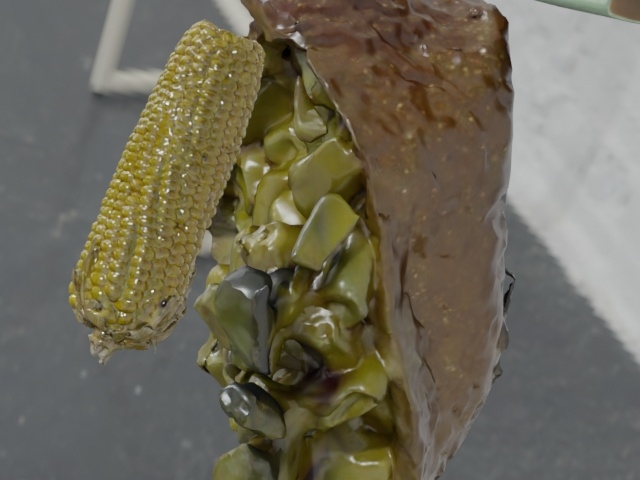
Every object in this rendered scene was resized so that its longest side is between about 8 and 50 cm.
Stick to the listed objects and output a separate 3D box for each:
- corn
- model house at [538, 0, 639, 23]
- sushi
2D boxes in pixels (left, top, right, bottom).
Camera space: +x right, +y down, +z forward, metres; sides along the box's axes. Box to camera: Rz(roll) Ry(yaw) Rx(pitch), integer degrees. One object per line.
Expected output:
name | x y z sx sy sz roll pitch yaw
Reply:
corn | -0.035 -0.010 0.454 0.028 0.083 0.027 21 -6 7
model house | 0.179 -0.139 0.850 0.149 0.127 0.100 14 8 -24
sushi | 0.001 0.004 0.854 0.179 0.296 0.167 -13 34 -29
